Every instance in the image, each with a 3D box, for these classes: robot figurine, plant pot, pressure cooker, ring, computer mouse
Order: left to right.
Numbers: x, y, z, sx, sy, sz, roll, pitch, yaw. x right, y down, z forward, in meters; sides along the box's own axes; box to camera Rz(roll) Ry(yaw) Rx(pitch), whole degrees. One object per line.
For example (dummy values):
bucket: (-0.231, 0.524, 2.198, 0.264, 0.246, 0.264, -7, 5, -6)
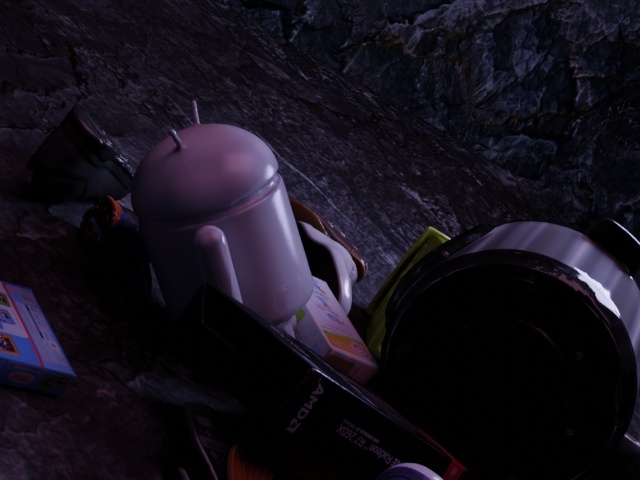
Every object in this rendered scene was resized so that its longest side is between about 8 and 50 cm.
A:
computer mouse: (-0.126, 0.288, 1.522, 0.184, 0.060, 0.262, 24, 32, -55)
robot figurine: (-0.131, -0.004, 1.872, 0.300, 0.200, 0.353, -102, 176, -69)
ring: (0.021, 0.348, 1.601, 0.336, 0.032, 0.336, 44, 18, -18)
plant pot: (0.215, 0.119, 2.404, 0.227, 0.228, 0.207, 33, 11, -14)
pressure cooker: (0.301, 0.162, 2.092, 0.370, 0.375, 0.420, -4, 9, 19)

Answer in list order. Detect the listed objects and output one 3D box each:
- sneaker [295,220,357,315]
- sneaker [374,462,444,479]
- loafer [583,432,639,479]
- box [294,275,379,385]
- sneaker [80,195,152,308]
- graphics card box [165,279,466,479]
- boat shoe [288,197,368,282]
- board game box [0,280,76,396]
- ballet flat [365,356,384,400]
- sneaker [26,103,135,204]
sneaker: (0.026, 0.061, 2.355, 0.123, 0.106, 0.290, 27, 18, -24)
sneaker: (0.076, 0.378, 1.423, 0.236, 0.130, 0.322, 17, 55, -56)
loafer: (0.505, 0.384, 2.212, 0.130, 0.134, 0.366, 25, 21, -47)
box: (-0.021, 0.145, 2.018, 0.103, 0.114, 0.203, 26, 20, -40)
sneaker: (-0.261, 0.021, 1.926, 0.087, 0.083, 0.221, 36, 18, -36)
graphics card box: (0.000, 0.203, 1.749, 0.233, 0.094, 0.371, 36, -2, 42)
boat shoe: (0.000, 0.000, 2.538, 0.207, 0.073, 0.073, 45, 15, -2)
board game box: (-0.387, 0.089, 1.543, 0.211, 0.039, 0.160, 22, 22, -44)
ballet flat: (0.104, 0.220, 2.180, 0.074, 0.074, 0.203, 44, 11, 20)
sneaker: (-0.350, -0.106, 2.029, 0.109, 0.130, 0.286, 50, -3, 14)
